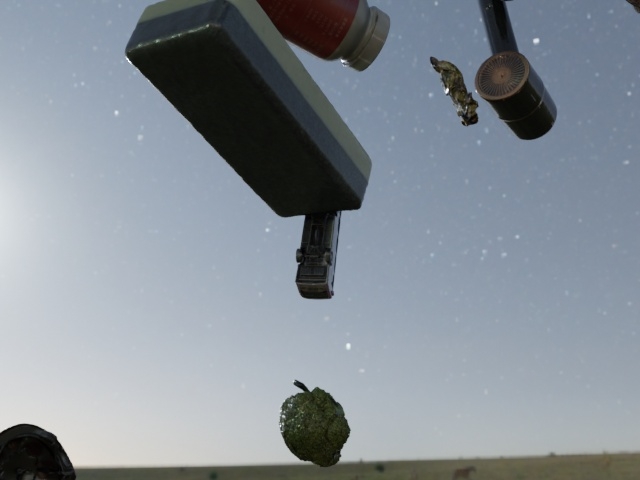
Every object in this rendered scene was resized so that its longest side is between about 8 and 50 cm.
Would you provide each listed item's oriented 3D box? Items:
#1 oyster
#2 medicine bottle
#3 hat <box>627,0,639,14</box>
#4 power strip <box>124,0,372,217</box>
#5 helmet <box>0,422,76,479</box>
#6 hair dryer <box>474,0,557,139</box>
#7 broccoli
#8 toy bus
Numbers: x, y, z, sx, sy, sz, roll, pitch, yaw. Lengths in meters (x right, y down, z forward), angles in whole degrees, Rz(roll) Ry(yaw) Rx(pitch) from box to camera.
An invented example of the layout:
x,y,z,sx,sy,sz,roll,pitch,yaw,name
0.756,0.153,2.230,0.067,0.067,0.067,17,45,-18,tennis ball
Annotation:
x,y,z,sx,sy,sz,roll,pitch,yaw,name
0.226,-0.250,1.251,0.029,0.132,0.086,-28,-32,-8,oyster
-0.020,-0.370,1.172,0.250,0.131,0.131,22,-26,-25,medicine bottle
0.442,-0.340,1.021,0.087,0.058,0.042,16,-3,-15,hat
-0.050,-0.111,0.662,0.105,0.070,0.256,-3,-35,33,power strip
-0.360,0.276,0.892,0.098,0.123,0.070,-41,19,-34,helmet
0.366,-0.378,1.452,0.107,0.352,0.189,-19,-30,28,hair dryer
-0.008,0.303,1.213,0.131,0.130,0.120,25,25,31,broccoli
0.000,0.000,0.760,0.037,0.130,0.052,0,-35,10,toy bus
